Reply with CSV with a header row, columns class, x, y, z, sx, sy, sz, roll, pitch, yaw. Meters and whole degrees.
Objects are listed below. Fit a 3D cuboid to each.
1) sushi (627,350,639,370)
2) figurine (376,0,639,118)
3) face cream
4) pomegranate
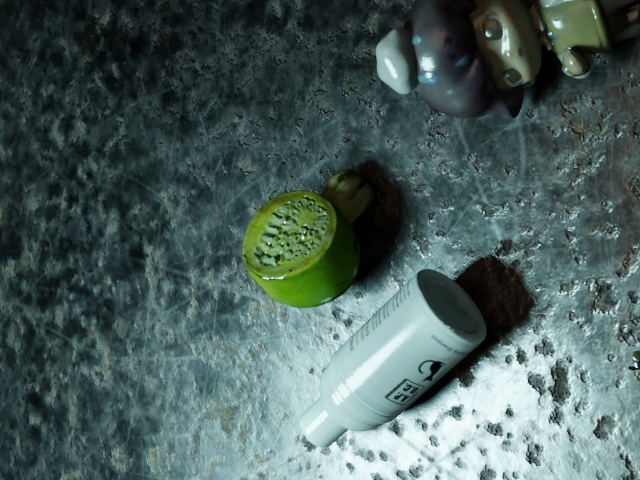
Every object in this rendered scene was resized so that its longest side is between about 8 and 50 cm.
class,x,y,z,sx,sy,sz,roll,pitch,yaw
sushi,0.507,0.124,1.232,0.238,0.225,0.219,2,75,10
figurine,0.286,-0.278,1.427,0.364,0.218,0.206,1,62,34
face cream,0.087,0.215,1.591,0.370,0.145,0.145,-48,62,27
pomegranate,-0.013,0.004,1.679,0.189,0.159,0.241,-4,58,29
